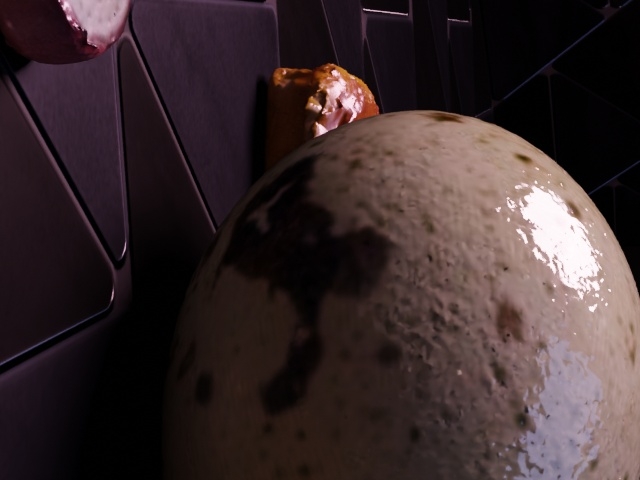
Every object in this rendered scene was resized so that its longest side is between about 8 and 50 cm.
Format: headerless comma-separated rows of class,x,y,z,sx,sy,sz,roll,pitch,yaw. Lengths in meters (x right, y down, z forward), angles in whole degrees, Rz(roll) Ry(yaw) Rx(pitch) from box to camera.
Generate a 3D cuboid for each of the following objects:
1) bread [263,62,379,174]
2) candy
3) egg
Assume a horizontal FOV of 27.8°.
bread,-0.002,-0.001,1.023,0.139,0.077,0.270,14,78,-73
candy,-0.121,-0.132,0.595,0.103,0.043,0.103,-1,90,-77
egg,0.049,0.104,0.771,0.287,0.288,0.379,52,45,-68
